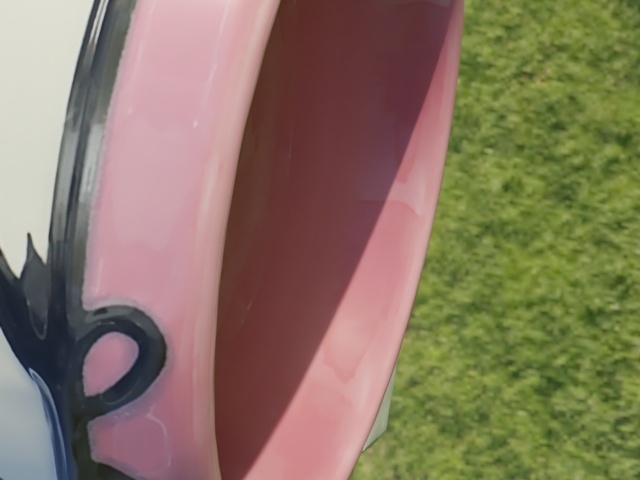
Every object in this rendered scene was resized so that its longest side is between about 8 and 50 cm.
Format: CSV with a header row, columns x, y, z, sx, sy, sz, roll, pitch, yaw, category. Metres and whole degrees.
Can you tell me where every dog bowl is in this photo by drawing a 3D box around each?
x,y,z,sx,sy,sz,roll,pitch,yaw,category
-0.049,-0.037,0.550,0.408,0.150,0.408,13,-90,-74,dog bowl

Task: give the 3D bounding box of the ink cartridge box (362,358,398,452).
x,y,z,sx,sy,sz,roll,pitch,yaw,category
0.000,0.000,1.155,0.069,0.175,0.371,-24,-54,-62,ink cartridge box
